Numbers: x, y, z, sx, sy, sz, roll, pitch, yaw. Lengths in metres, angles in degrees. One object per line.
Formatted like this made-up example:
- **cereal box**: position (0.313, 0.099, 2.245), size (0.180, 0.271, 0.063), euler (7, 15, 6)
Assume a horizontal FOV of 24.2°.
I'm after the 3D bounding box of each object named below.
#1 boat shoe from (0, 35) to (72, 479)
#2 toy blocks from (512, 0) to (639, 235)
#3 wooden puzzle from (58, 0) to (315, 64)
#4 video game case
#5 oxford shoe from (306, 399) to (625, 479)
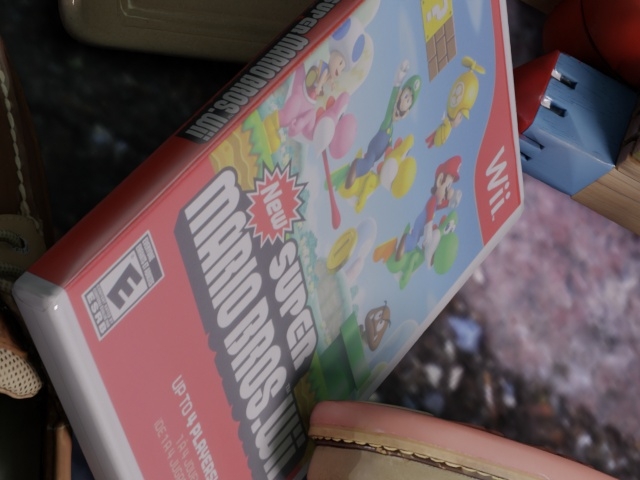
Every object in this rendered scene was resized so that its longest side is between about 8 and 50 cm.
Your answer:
- **boat shoe**: position (-0.145, 0.039, 0.584), size (0.123, 0.116, 0.324), euler (-3, 81, -29)
- **toy blocks**: position (0.209, -0.150, 0.804), size (0.261, 0.191, 0.381), euler (27, 67, -9)
- **wooden puzzle**: position (-0.026, -0.189, 0.744), size (0.238, 0.044, 0.221), euler (5, 77, -33)
- **video game case**: position (0.000, 0.000, 0.647), size (0.285, 0.025, 0.204), euler (-48, 143, -31)
- **oxford shoe**: position (0.137, 0.209, 0.689), size (0.397, 0.140, 0.146), euler (36, 71, -20)
